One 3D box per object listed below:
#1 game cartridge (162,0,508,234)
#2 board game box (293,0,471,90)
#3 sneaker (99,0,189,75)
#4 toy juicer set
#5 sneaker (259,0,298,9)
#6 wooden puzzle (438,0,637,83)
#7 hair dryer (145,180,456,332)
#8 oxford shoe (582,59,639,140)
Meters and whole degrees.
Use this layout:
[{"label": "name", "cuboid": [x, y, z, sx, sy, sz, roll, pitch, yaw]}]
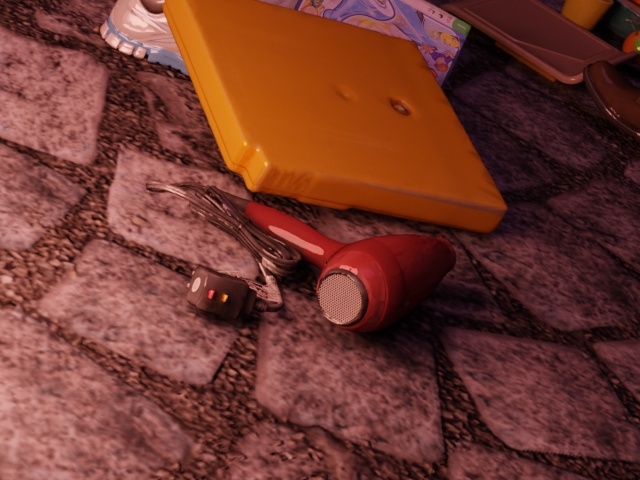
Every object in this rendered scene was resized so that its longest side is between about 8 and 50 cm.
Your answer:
[{"label": "game cartridge", "cuboid": [0.013, -0.137, 1.575, 0.324, 0.052, 0.285, 8, 41, -33]}, {"label": "board game box", "cuboid": [0.066, -0.247, 1.794, 0.201, 0.035, 0.136, 27, 61, -5]}, {"label": "sneaker", "cuboid": [-0.137, -0.224, 1.632, 0.191, 0.083, 0.071, 18, 27, -16]}, {"label": "toy juicer set", "cuboid": [0.516, -0.340, 2.322, 0.209, 0.089, 0.329, 37, 27, 19]}, {"label": "sneaker", "cuboid": [0.003, -0.303, 1.879, 0.258, 0.091, 0.094, -28, 86, -35]}, {"label": "wooden puzzle", "cuboid": [0.308, -0.288, 2.140, 0.239, 0.044, 0.221, 31, 29, 21]}, {"label": "hair dryer", "cuboid": [0.000, 0.000, 1.362, 0.293, 0.080, 0.223, 12, 30, -24]}, {"label": "oxford shoe", "cuboid": [0.439, -0.171, 1.957, 0.227, 0.096, 0.083, 44, 36, 22]}]
